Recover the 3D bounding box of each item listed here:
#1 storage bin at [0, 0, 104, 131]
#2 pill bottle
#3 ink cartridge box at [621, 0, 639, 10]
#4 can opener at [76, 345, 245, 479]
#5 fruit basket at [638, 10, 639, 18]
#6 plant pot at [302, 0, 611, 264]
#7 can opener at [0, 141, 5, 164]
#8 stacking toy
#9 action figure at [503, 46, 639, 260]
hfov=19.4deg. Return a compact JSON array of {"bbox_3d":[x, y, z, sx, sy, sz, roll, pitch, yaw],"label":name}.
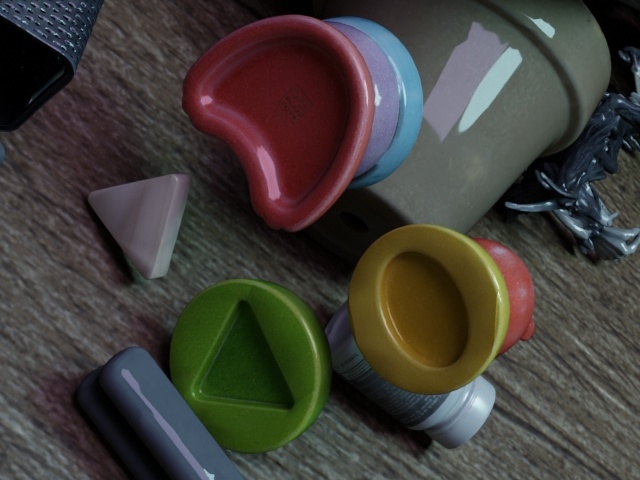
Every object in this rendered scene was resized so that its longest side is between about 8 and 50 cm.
[{"bbox_3d":[-0.262,-0.174,1.357,0.180,0.122,0.084,32,51,-23],"label":"storage bin"},{"bbox_3d":[0.072,0.105,1.525,0.137,0.078,0.078,39,48,-16],"label":"pill bottle"},{"bbox_3d":[0.196,-0.296,1.534,0.272,0.130,0.309,32,10,22],"label":"ink cartridge box"},{"bbox_3d":[-0.082,0.207,1.347,0.093,0.074,0.280,-32,89,-44],"label":"can opener"},{"bbox_3d":[0.367,-0.233,1.833,0.353,0.327,0.165,40,85,-11],"label":"fruit basket"},{"bbox_3d":[0.078,-0.103,1.550,0.263,0.263,0.229,38,65,-17],"label":"plant pot"},{"bbox_3d":[-0.310,-0.016,1.269,0.076,0.095,0.283,50,46,-7],"label":"can opener"},{"bbox_3d":[0.000,0.000,1.416,0.130,0.279,0.309,-10,69,-60],"label":"stacking toy"},{"bbox_3d":[0.271,-0.074,1.731,0.141,0.164,0.276,40,40,3],"label":"action figure"}]
